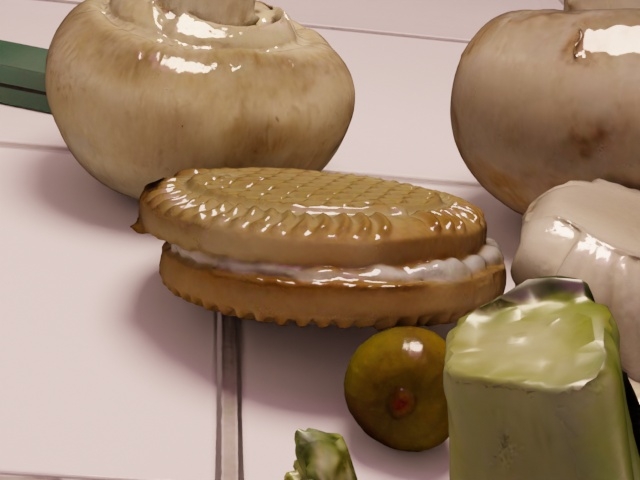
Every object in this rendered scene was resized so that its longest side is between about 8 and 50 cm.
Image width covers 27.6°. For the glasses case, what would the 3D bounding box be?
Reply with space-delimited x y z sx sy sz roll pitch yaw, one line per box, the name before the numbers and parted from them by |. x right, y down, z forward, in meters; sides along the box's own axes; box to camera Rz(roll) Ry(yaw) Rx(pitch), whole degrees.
glasses case | -0.281 -0.159 1.260 0.184 0.039 0.078 12 24 10

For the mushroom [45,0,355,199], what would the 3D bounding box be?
mushroom | -0.092 -0.153 1.068 0.254 0.234 0.260 13 24 4

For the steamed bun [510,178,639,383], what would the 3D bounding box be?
steamed bun | 0.209 0.036 0.892 0.183 0.106 0.183 14 24 -7

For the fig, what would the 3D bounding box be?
fig | 0.052 0.085 0.780 0.074 0.074 0.088 10 12 5

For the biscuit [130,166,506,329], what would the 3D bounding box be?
biscuit | 0.000 0.000 0.894 0.259 0.079 0.259 3 11 -1

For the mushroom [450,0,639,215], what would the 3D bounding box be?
mushroom | 0.260 -0.145 1.062 0.297 0.290 0.297 6 4 0

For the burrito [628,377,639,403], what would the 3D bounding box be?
burrito | 0.203 0.155 0.667 0.117 0.076 0.392 -11 28 -24

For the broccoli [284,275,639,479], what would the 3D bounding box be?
broccoli | 0.089 0.131 0.475 0.247 0.243 0.263 -16 25 -17
